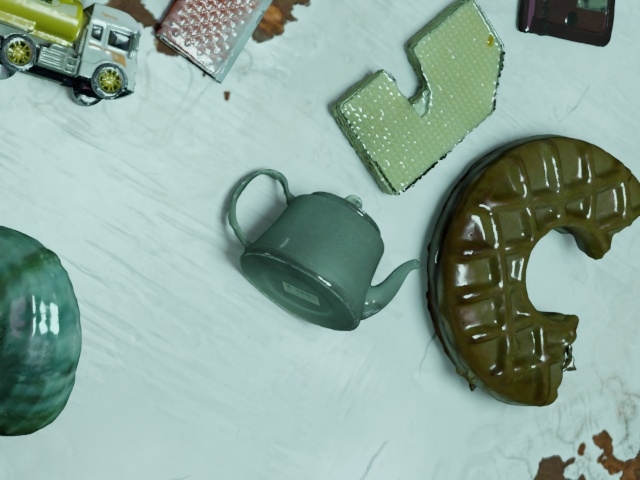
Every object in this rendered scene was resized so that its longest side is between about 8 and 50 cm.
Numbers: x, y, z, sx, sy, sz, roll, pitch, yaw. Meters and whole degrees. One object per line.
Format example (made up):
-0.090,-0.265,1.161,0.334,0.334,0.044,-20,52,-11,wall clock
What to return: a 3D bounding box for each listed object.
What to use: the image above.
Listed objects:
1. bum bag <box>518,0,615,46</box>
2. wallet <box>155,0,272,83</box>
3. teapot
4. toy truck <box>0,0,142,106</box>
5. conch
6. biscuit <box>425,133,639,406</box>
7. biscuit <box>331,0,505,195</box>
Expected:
0.333,-0.322,1.857,0.159,0.026,0.109,6,92,-32,bum bag
-0.108,-0.296,1.639,0.103,0.020,0.196,34,80,-26,wallet
0.000,0.000,1.658,0.239,0.162,0.149,30,70,4,teapot
-0.307,-0.228,1.504,0.227,0.098,0.114,16,82,-25,toy truck
-0.363,0.089,1.476,0.220,0.195,0.277,-41,141,12,conch
0.266,0.025,1.804,0.268,0.115,0.366,29,81,-25,biscuit
0.137,-0.185,1.756,0.250,0.046,0.147,-42,110,-16,biscuit
